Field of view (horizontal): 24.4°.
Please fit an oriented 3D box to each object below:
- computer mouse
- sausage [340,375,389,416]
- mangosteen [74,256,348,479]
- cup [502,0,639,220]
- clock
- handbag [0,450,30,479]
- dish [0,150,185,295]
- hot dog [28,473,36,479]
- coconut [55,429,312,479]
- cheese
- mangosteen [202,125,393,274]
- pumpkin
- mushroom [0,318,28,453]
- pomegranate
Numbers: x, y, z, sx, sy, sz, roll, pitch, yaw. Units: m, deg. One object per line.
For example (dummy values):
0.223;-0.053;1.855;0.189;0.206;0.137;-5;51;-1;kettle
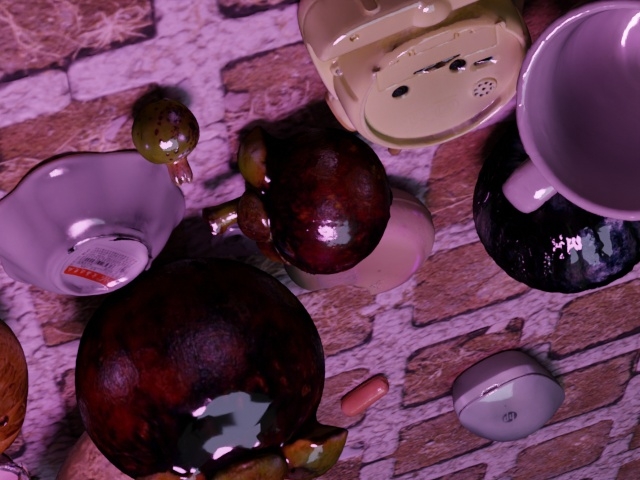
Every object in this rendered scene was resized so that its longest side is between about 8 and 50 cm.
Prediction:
0.305;0.266;2.341;0.159;0.097;0.288;-32;147;9;computer mouse
0.066;0.229;2.182;0.083;0.034;0.034;-37;146;19;sausage
-0.133;0.169;1.677;0.311;0.311;0.311;-17;148;-11;mangosteen
0.321;-0.144;1.564;0.301;0.227;0.257;-43;179;31;cup
0.113;-0.186;1.525;0.235;0.096;0.308;-23;150;-2;clock
-0.460;0.288;1.837;0.179;0.116;0.205;-15;147;-16;handbag
-0.243;0.002;1.585;0.229;0.081;0.229;-17;149;-11;dish
-0.439;0.367;2.052;0.056;0.041;0.133;14;125;-46;hot dog
-0.165;0.387;1.952;0.415;0.345;0.415;-30;127;-49;coconut
0.000;0.000;1.751;0.286;0.082;0.163;1;140;-31;cheese
-0.013;-0.047;1.596;0.184;0.172;0.172;23;130;-19;mangosteen
0.289;-0.048;1.726;0.233;0.233;0.163;-26;138;4;pumpkin
-0.444;0.169;1.645;0.253;0.153;0.253;-9;142;-7;mushroom
-0.152;-0.101;1.485;0.073;0.084;0.073;-23;159;-10;pomegranate
